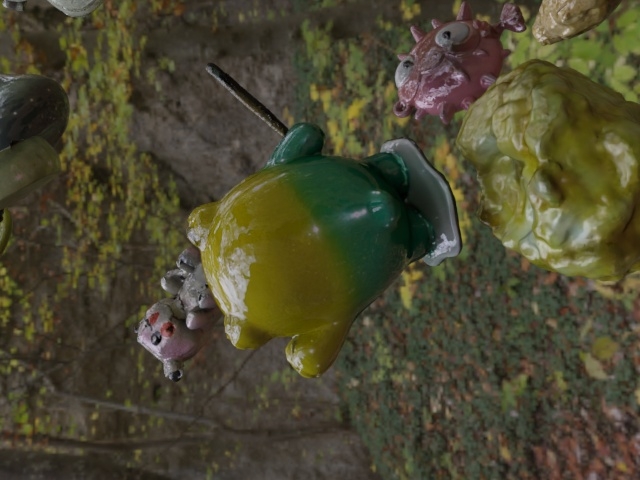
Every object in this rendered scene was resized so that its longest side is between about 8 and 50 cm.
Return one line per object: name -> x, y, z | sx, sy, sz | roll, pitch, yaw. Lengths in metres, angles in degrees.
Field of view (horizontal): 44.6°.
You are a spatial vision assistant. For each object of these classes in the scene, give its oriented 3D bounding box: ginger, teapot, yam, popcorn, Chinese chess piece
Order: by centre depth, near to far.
ginger -> 0.323, -0.312, 0.766 | 0.065, 0.299, 0.118 | 42, -171, -6
yam -> -0.073, -0.142, 0.787 | 0.107, 0.014, 0.014 | 41, -159, -9
Chinese chess piece -> -0.404, -0.080, 0.998 | 0.058, 0.144, 0.144 | 61, -167, -9
popcorn -> 0.359, -0.106, 1.078 | 0.293, 0.292, 0.334 | 99, 147, -69
teapot -> -0.564, -0.248, 1.330 | 0.183, 0.251, 0.183 | -49, 1, 2

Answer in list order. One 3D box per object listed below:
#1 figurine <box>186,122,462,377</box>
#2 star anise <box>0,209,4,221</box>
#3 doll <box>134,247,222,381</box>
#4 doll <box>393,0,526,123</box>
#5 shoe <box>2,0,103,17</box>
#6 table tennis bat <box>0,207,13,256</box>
figurine -> 0.000, 0.000, 1.053 | 0.323, 0.340, 0.231 | 65, 157, 3
star anise -> -0.534, -0.091, 1.188 | 0.158, 0.144, 0.140 | -53, -8, -26
doll -> -0.207, 0.111, 1.192 | 0.095, 0.192, 0.149 | 31, -168, -47
doll -> 0.227, -0.296, 1.301 | 0.093, 0.262, 0.211 | 35, -155, -55
shoe -> -0.304, -0.321, 0.828 | 0.342, 0.132, 0.210 | 108, 171, -66
table tennis bat -> -0.609, 0.075, 1.247 | 0.054, 0.224, 0.368 | 59, -155, -43
